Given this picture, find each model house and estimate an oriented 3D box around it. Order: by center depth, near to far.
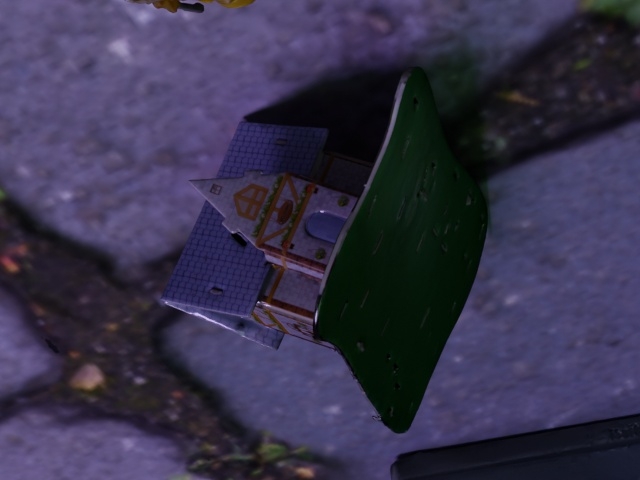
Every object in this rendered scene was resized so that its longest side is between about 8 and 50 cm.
[{"bbox_3d":[0.000,0.000,0.701,0.088,0.117,0.167,16,166,22],"label":"model house"}]

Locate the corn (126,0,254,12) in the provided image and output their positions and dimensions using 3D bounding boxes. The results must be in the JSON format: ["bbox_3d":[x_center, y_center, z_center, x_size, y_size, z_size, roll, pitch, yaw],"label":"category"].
[{"bbox_3d":[0.047,-0.177,0.516,0.305,0.106,0.106,-33,131,20],"label":"corn"}]

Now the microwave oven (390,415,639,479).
[{"bbox_3d":[0.150,0.274,0.902,0.181,0.237,0.295,-10,132,-2],"label":"microwave oven"}]
